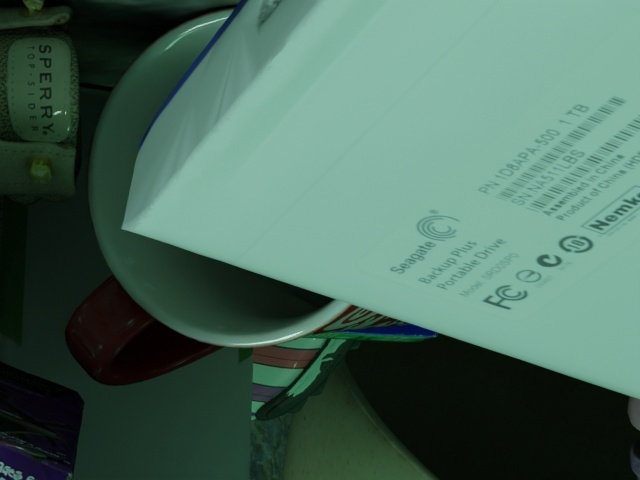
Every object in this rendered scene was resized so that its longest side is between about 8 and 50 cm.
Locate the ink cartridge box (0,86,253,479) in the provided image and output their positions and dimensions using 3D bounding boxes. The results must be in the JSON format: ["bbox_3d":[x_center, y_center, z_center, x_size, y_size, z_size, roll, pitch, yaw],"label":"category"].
[{"bbox_3d":[-0.145,0.053,0.826,0.117,0.201,0.278,6,171,-31],"label":"ink cartridge box"}]

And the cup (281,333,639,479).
[{"bbox_3d":[0.103,0.205,1.196,0.331,0.237,0.331,23,-154,-12],"label":"cup"}]

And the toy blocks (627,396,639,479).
[{"bbox_3d":[0.317,0.160,0.947,0.289,0.260,0.309,2,-162,1],"label":"toy blocks"}]

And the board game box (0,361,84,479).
[{"bbox_3d":[-0.240,0.008,0.548,0.347,0.056,0.208,25,174,-7],"label":"board game box"}]

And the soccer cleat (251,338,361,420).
[{"bbox_3d":[-0.081,0.047,0.951,0.116,0.108,0.318,25,142,-26],"label":"soccer cleat"}]

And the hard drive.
[{"bbox_3d":[0.135,-0.008,0.444,0.319,0.040,0.210,19,149,-18],"label":"hard drive"}]

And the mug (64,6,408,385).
[{"bbox_3d":[-0.015,-0.013,0.660,0.150,0.113,0.169,-13,173,19],"label":"mug"}]

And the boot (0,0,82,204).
[{"bbox_3d":[-0.158,-0.049,0.549,0.165,0.077,0.213,1,174,-1],"label":"boot"}]

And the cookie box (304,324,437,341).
[{"bbox_3d":[0.000,0.000,0.818,0.107,0.091,0.040,4,174,-13],"label":"cookie box"}]
